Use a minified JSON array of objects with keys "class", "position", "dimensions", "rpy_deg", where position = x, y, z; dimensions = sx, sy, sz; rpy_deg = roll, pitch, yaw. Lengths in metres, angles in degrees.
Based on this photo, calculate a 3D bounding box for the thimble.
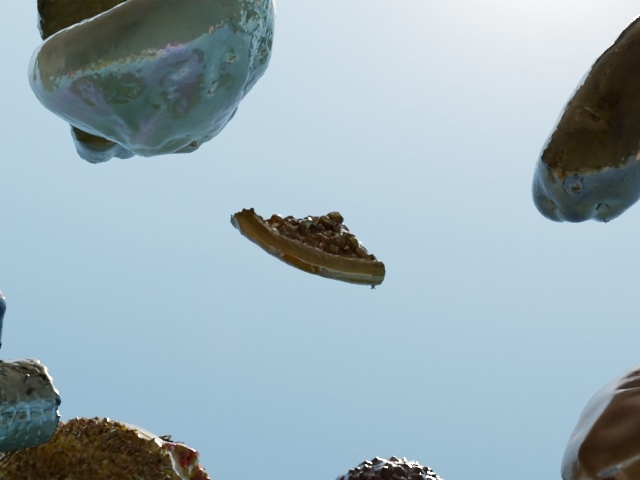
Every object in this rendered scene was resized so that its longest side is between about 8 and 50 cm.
[{"class":"thimble","position":[-0.283,0.149,1.079],"dimensions":[0.062,0.084,0.110],"rpy_deg":[-5,170,-34]}]

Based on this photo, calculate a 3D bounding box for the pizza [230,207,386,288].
[{"class":"pizza","position":[0.000,0.000,1.265],"dimensions":[0.178,0.041,0.131],"rpy_deg":[27,-155,25]}]

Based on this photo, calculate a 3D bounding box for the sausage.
[{"class":"sausage","position":[0.299,0.177,1.064],"dimensions":[0.136,0.120,0.241],"rpy_deg":[-35,174,27]}]

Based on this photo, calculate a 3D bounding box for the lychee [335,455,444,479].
[{"class":"lychee","position":[0.087,0.336,1.292],"dimensions":[0.188,0.188,0.188],"rpy_deg":[-6,-144,4]}]

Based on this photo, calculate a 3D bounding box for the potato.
[{"class":"potato","position":[0.433,-0.178,1.653],"dimensions":[0.369,0.195,0.176],"rpy_deg":[-57,-159,-6]}]

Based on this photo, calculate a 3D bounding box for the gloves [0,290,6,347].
[{"class":"gloves","position":[-0.361,0.082,1.157],"dimensions":[0.129,0.180,0.106],"rpy_deg":[18,-131,8]}]

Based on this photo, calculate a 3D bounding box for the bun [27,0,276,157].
[{"class":"bun","position":[-0.171,-0.188,1.317],"dimensions":[0.293,0.187,0.293],"rpy_deg":[-27,-168,6]}]

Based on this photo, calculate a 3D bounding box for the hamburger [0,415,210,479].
[{"class":"hamburger","position":[-0.225,0.305,1.127],"dimensions":[0.294,0.179,0.276],"rpy_deg":[-11,-116,11]}]

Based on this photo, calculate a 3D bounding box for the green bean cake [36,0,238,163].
[{"class":"green bean cake","position":[-0.242,-0.234,1.560],"dimensions":[0.233,0.236,0.124],"rpy_deg":[-16,175,-15]}]
